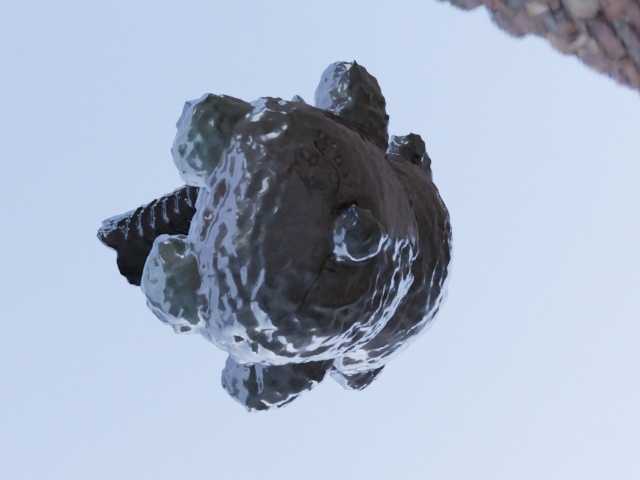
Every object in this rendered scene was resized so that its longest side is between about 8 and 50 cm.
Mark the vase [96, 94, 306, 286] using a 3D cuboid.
[{"bbox_3d":[-0.094,-0.043,1.173,0.237,0.115,0.115,-37,-73,5],"label":"vase"}]

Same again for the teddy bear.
[{"bbox_3d":[0.000,0.000,0.777,0.267,0.151,0.236,8,-83,-73],"label":"teddy bear"}]
